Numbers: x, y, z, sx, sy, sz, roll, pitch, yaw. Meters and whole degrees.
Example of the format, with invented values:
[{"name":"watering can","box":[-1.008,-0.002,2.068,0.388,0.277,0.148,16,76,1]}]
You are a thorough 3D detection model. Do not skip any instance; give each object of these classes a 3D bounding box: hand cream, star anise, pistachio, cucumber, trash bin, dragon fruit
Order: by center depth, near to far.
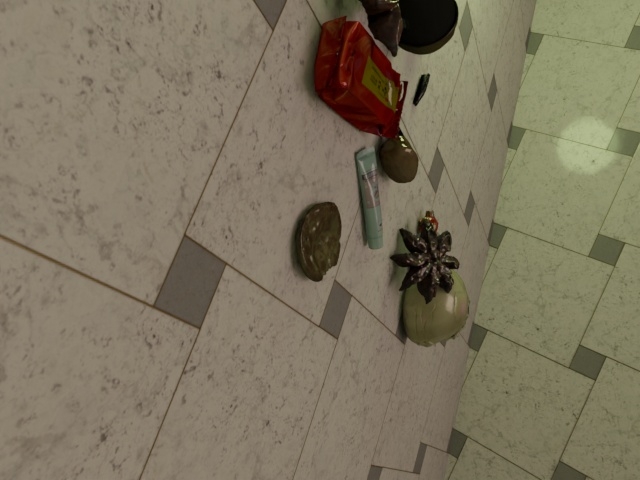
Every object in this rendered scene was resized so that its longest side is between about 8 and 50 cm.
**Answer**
[{"name":"star anise","box":[0.138,-0.630,1.342,0.292,0.108,0.350,64,15,-78]},{"name":"trash bin","box":[0.299,-0.699,1.576,0.334,0.214,0.214,43,61,-64]},{"name":"hand cream","box":[0.157,-0.130,1.682,0.085,0.058,0.332,-27,118,-35]},{"name":"pistachio","box":[0.265,-0.266,1.748,0.130,0.131,0.206,-65,152,-11]},{"name":"cucumber","box":[0.374,-0.557,1.950,0.033,0.034,0.135,38,65,-63]},{"name":"star anise","box":[0.409,0.077,2.012,0.331,0.117,0.332,5,78,-25]},{"name":"dragon fruit","box":[0.445,-0.068,2.173,0.086,0.081,0.116,7,93,-50]}]

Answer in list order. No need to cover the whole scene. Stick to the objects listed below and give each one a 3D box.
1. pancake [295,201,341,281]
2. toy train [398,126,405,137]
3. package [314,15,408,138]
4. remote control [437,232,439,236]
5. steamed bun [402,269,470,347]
[{"name":"pancake","box":[-0.001,0.000,1.446,0.236,0.042,0.223,-61,141,-36]},{"name":"toy train","box":[0.258,-0.356,1.790,0.207,0.047,0.043,37,67,-59]},{"name":"package","box":[0.114,-0.425,1.438,0.423,0.123,0.196,13,87,-61]},{"name":"remote control","box":[0.446,0.042,2.249,0.309,0.038,0.090,-29,123,-55]},{"name":"steamed bun","box":[0.491,0.263,2.196,0.334,0.232,0.312,-54,142,-40]}]
